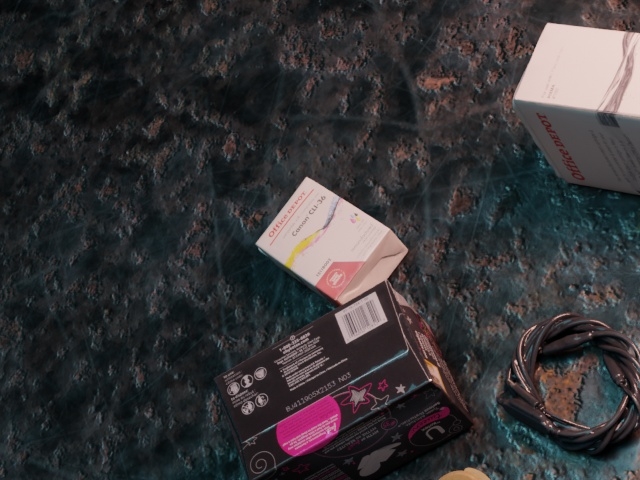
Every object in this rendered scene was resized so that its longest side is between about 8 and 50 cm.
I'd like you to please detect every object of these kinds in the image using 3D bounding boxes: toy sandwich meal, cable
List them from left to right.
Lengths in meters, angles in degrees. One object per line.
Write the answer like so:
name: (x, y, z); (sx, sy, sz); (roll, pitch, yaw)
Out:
toy sandwich meal: (0.162, 0.301, 1.957); (0.086, 0.029, 0.085); (-12, 63, 25)
cable: (0.299, 0.163, 1.952); (0.184, 0.047, 0.150); (25, 73, 39)

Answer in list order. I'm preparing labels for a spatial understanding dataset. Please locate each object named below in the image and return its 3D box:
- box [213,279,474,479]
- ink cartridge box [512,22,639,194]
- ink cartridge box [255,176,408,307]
box: (0.027, 0.190, 2.021); (0.247, 0.142, 0.163); (-30, 52, 10)
ink cartridge box: (0.392, -0.139, 1.960); (0.283, 0.207, 0.117); (13, 69, 33)
ink cartridge box: (0.000, 0.000, 2.188); (0.198, 0.067, 0.115); (33, 83, 38)
